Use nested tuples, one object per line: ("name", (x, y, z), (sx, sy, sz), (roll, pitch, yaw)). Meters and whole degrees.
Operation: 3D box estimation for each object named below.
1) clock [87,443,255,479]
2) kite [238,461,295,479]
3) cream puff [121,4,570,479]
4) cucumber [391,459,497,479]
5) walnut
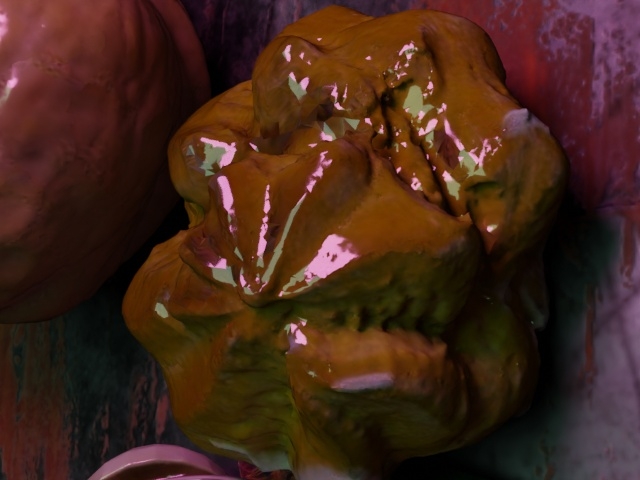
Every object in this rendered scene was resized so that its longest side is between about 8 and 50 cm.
("clock", (-0.117, 0.303, 0.954), (0.325, 0.342, 0.184), (13, 122, 34))
("kite", (-0.028, 0.176, 1.105), (0.125, 0.008, 0.222), (-35, 61, 27))
("cream puff", (0.000, 0.000, 0.942), (0.378, 0.275, 0.378), (-11, 74, 41))
("cucumber", (0.143, 0.199, 0.927), (0.284, 0.056, 0.056), (6, 85, 45))
("walnut", (-0.279, -0.115, 1.165), (0.381, 0.381, 0.381), (-9, 76, 38))
